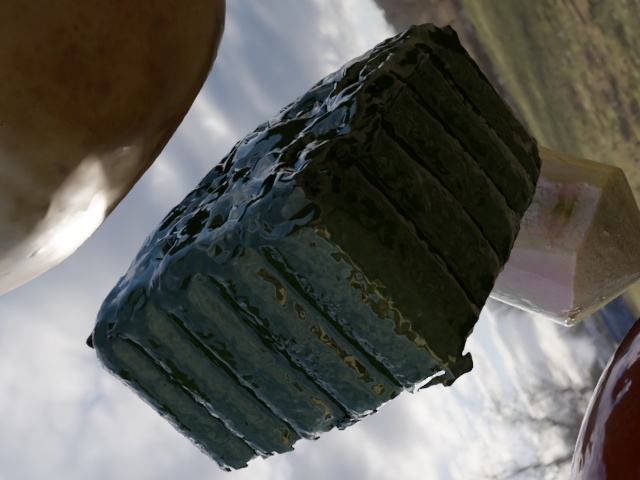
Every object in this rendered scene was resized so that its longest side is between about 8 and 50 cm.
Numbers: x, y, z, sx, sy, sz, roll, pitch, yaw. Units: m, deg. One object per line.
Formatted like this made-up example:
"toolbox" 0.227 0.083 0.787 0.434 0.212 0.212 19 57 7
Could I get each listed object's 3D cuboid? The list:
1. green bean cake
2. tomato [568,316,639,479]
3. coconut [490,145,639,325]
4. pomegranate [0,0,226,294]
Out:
"green bean cake" 0.000 0.000 0.719 0.156 0.247 0.250 46 -138 -14
"tomato" 0.299 0.145 0.633 0.321 0.322 0.321 56 -168 -18
"coconut" 0.209 -0.002 0.959 0.153 0.147 0.147 20 171 28
"pomegranate" -0.174 -0.106 0.392 0.270 0.229 0.252 37 169 -25
